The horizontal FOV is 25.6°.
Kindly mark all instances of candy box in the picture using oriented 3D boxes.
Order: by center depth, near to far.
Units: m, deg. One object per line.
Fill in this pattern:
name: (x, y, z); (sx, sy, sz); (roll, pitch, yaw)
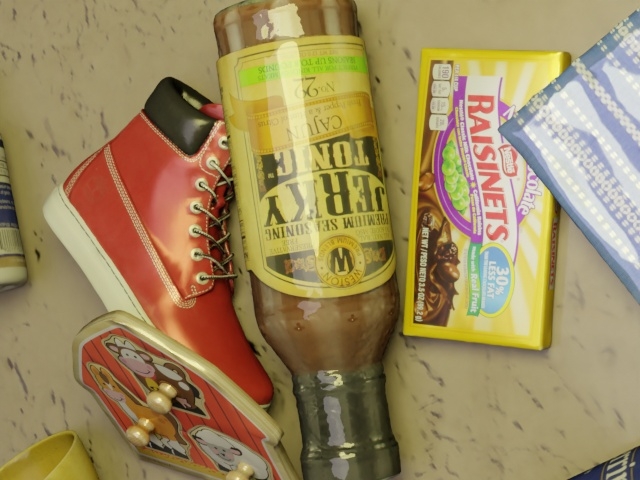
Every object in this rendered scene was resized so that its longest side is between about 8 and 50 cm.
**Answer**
candy box: (0.115, -0.031, 0.983); (0.105, 0.027, 0.206); (4, 94, 23)

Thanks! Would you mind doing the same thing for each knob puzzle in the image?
knob puzzle: (-0.111, 0.124, 1.014); (0.213, 0.213, 0.030); (19, 56, 25)

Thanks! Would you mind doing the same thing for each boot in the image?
boot: (-0.081, 0.000, 1.054); (0.176, 0.088, 0.244); (-43, 73, 15)

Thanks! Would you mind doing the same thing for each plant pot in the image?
plant pot: (-0.220, 0.230, 1.113); (0.134, 0.134, 0.095); (-29, 104, 24)

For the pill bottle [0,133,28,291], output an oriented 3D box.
pill bottle: (-0.309, -0.046, 1.148); (0.112, 0.112, 0.186); (-14, 85, 26)

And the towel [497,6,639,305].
towel: (0.306, -0.086, 0.866); (0.336, 0.040, 0.243); (-41, 76, 19)

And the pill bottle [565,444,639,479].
pill bottle: (0.244, 0.186, 0.854); (0.265, 0.153, 0.153); (-31, 78, 23)

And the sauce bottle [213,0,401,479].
sauce bottle: (0.000, 0.000, 0.997); (0.111, 0.111, 0.344); (-11, 88, 26)
